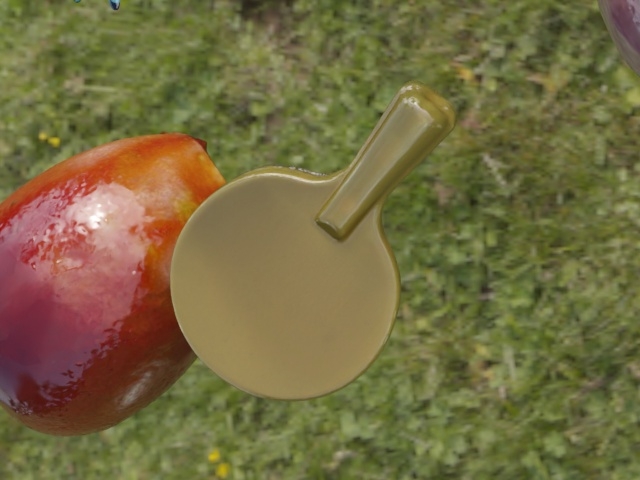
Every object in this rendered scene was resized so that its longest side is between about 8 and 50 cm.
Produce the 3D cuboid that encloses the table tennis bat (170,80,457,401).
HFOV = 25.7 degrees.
[{"bbox_3d":[0.000,0.000,1.163,0.198,0.050,0.321,41,113,6],"label":"table tennis bat"}]

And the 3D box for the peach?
[{"bbox_3d":[-0.224,0.035,1.457,0.338,0.281,0.281,-44,53,-5],"label":"peach"}]

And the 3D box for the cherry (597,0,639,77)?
[{"bbox_3d":[0.261,-0.178,0.879,0.206,0.239,0.239,-11,82,61],"label":"cherry"}]

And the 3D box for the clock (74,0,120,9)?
[{"bbox_3d":[-0.280,-0.349,1.742,0.045,0.108,0.147,123,147,-43],"label":"clock"}]
